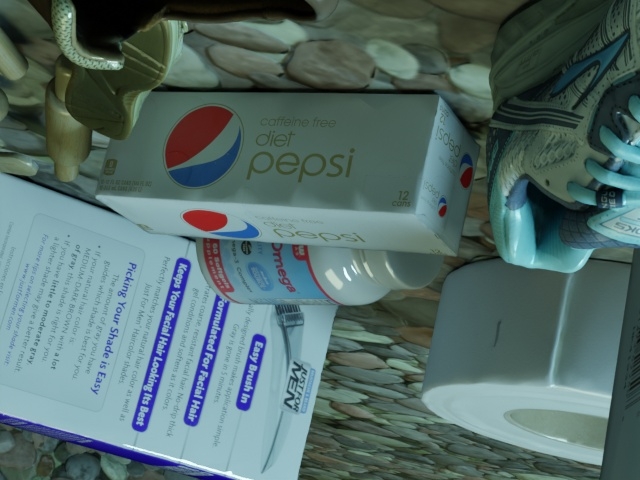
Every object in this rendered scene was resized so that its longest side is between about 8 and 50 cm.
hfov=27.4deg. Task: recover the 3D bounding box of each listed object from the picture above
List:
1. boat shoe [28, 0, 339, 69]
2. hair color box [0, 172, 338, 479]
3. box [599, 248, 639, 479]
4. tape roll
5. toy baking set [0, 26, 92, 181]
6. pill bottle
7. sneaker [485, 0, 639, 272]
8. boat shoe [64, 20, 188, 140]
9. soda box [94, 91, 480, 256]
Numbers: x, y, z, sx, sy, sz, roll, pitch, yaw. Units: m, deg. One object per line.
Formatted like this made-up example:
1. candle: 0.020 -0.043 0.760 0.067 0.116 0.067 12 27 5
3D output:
1. boat shoe: -0.095 -0.119 0.530 0.257 0.095 0.095 1 160 36
2. hair color box: -0.166 0.084 1.108 0.339 0.185 0.110 21 162 -22
3. box: 0.339 0.094 0.691 0.345 0.215 0.168 13 164 3
4. tape roll: 0.224 0.105 1.021 0.286 0.100 0.286 13 164 4
5. toy baking set: -0.236 -0.097 0.842 0.197 0.030 0.256 19 157 1
6. pill bottle: 0.000 0.000 0.868 0.160 0.087 0.087 -3 157 42
7. sneaker: 0.146 -0.053 0.512 0.110 0.122 0.283 16 164 -10
8. boat shoe: -0.101 -0.104 0.697 0.056 0.048 0.153 27 156 -4
9. soda box: -0.022 -0.041 0.771 0.216 0.073 0.069 4 161 29
